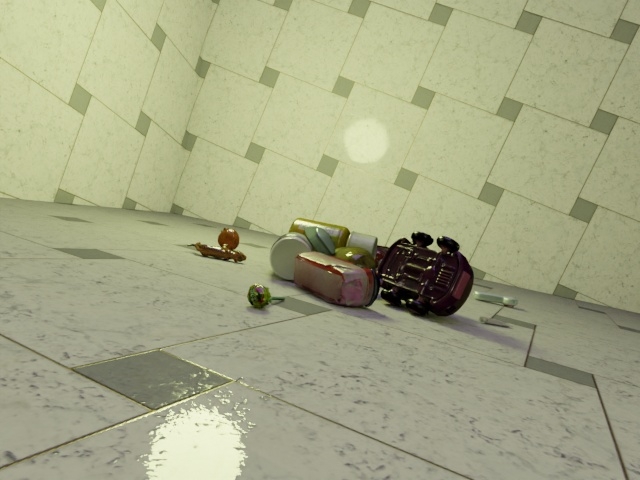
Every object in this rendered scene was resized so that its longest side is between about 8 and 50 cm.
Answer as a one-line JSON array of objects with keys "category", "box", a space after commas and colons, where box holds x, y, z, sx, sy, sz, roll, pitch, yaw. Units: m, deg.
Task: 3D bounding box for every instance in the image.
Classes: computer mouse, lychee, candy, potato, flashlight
[{"category": "computer mouse", "box": [0.000, 0.000, 1.859, 0.128, 0.079, 0.231, 55, -2, -16]}, {"category": "lychee", "box": [-0.448, -0.009, 2.267, 0.140, 0.101, 0.114, 27, -23, 23]}, {"category": "candy", "box": [-0.129, 0.147, 1.219, 0.058, 0.062, 0.194, -33, -18, 11]}, {"category": "potato", "box": [0.109, 0.101, 1.823, 0.197, 0.148, 0.228, -13, 4, -42]}, {"category": "flashlight", "box": [0.823, 0.276, 2.229, 0.201, 0.047, 0.093, 9, 2, 10]}]

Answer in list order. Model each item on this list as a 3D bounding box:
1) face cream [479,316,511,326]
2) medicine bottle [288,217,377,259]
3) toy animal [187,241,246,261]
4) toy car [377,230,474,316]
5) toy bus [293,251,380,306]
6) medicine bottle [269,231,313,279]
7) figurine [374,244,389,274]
[{"category": "face cream", "box": [0.597, 0.278, 1.610, 0.115, 0.020, 0.038, 12, 2, -14]}, {"category": "medicine bottle", "box": [0.053, 0.036, 2.142, 0.385, 0.224, 0.224, 11, 3, 12]}, {"category": "toy animal", "box": [-0.415, 0.042, 1.894, 0.241, 0.056, 0.099, 11, 3, -8]}, {"category": "toy car", "box": [0.373, 0.136, 1.608, 0.240, 0.271, 0.341, 35, -9, -38]}, {"category": "toy bus", "box": [0.041, 0.122, 1.500, 0.147, 0.127, 0.303, 3, 9, -36]}, {"category": "medicine bottle", "box": [-0.108, 0.056, 1.778, 0.165, 0.165, 0.273, 11, 5, -1]}, {"category": "figurine", "box": [0.349, 0.136, 2.315, 0.183, 0.160, 0.226, 7, 14, -46]}]
